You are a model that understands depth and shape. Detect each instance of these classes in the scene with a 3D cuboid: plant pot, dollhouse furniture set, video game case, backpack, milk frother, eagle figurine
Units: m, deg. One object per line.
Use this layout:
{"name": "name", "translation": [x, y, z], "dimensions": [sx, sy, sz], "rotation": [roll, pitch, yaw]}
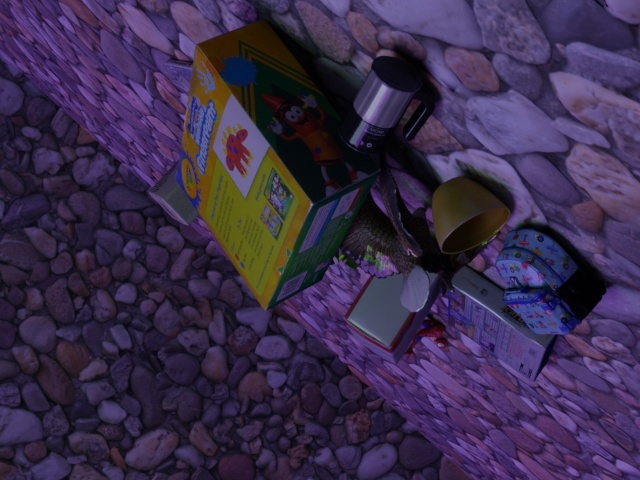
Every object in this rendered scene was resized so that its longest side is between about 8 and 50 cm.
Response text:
{"name": "plant pot", "translation": [0.245, -0.053, 1.435], "dimensions": [0.095, 0.134, 0.134], "rotation": [63, 176, 25]}
{"name": "dollhouse furniture set", "translation": [0.098, 0.045, 2.301], "dimensions": [0.076, 0.059, 0.151], "rotation": [32, -176, 7]}
{"name": "video game case", "translation": [0.399, 0.189, 1.857], "dimensions": [0.244, 0.061, 0.269], "rotation": [34, 164, 21]}
{"name": "backpack", "translation": [0.376, 0.066, 1.436], "dimensions": [0.173, 0.117, 0.158], "rotation": [47, 164, -12]}
{"name": "video game case", "translation": [-0.280, -0.362, 2.063], "dimensions": [0.183, 0.023, 0.201], "rotation": [23, 157, 51]}
{"name": "milk frother", "translation": [0.098, -0.233, 1.322], "dimensions": [0.135, 0.129, 0.143], "rotation": [-58, 46, 42]}
{"name": "eagle figurine", "translation": [0.152, -0.027, 1.611], "dimensions": [0.298, 0.226, 0.225], "rotation": [37, -173, -4]}

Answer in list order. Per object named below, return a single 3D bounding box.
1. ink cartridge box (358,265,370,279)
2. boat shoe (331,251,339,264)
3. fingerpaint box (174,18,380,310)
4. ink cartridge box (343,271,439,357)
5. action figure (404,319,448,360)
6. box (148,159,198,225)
{"name": "ink cartridge box", "translation": [0.168, 0.089, 2.177], "dimensions": [0.135, 0.056, 0.099], "rotation": [38, 165, 15]}
{"name": "boat shoe", "translation": [0.000, 0.000, 2.247], "dimensions": [0.079, 0.084, 0.233], "rotation": [-3, 150, 9]}
{"name": "fingerpaint box", "translation": [-0.104, -0.130, 1.611], "dimensions": [0.371, 0.163, 0.445], "rotation": [54, 152, 16]}
{"name": "ink cartridge box", "translation": [0.172, 0.144, 1.892], "dimensions": [0.131, 0.226, 0.306], "rotation": [31, 170, 12]}
{"name": "action figure", "translation": [0.230, 0.225, 2.283], "dimensions": [0.280, 0.139, 0.091], "rotation": [41, 168, -11]}
{"name": "box", "translation": [-0.305, -0.180, 2.158], "dimensions": [0.094, 0.275, 0.113], "rotation": [23, 156, 52]}
